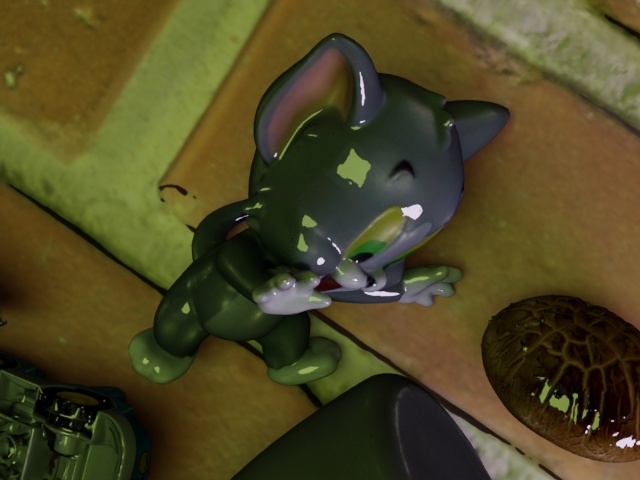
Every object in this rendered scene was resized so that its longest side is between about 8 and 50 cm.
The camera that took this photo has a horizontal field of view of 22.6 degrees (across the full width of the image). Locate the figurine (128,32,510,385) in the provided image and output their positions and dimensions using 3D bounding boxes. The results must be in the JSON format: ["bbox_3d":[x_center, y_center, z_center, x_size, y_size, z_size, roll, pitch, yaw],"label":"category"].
[{"bbox_3d":[-0.003,-0.002,0.978,0.265,0.193,0.140,-31,60,40],"label":"figurine"}]

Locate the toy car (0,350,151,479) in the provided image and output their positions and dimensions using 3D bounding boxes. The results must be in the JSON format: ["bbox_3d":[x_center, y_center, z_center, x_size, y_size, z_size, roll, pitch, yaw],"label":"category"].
[{"bbox_3d":[-0.183,0.131,1.043,0.191,0.100,0.097,18,98,31],"label":"toy car"}]

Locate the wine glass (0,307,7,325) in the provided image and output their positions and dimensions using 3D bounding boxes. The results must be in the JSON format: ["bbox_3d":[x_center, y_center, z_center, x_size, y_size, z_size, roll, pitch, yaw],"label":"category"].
[{"bbox_3d":[-0.298,-0.027,1.031,0.165,0.165,0.196,-11,83,13],"label":"wine glass"}]

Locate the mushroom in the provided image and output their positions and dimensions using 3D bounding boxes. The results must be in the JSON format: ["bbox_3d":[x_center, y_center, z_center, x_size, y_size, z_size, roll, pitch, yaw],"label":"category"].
[{"bbox_3d":[0.156,0.081,0.957,0.126,0.109,0.085,20,93,-6],"label":"mushroom"}]

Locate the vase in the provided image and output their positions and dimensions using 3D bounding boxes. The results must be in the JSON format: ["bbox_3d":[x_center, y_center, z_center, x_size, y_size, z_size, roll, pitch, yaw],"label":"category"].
[{"bbox_3d":[-0.051,0.224,0.984,0.321,0.173,0.173,-29,87,17],"label":"vase"}]
